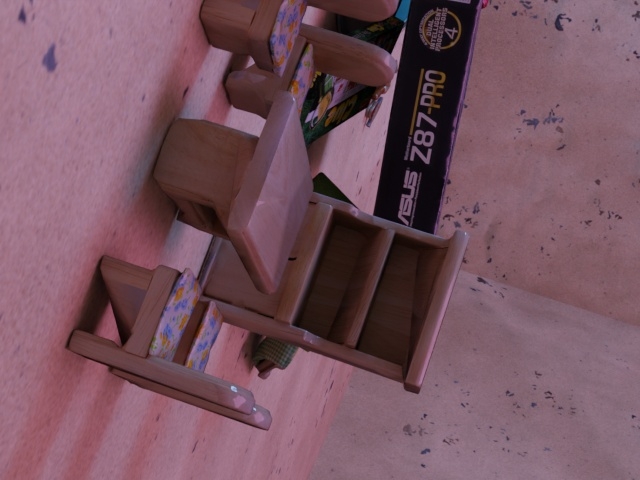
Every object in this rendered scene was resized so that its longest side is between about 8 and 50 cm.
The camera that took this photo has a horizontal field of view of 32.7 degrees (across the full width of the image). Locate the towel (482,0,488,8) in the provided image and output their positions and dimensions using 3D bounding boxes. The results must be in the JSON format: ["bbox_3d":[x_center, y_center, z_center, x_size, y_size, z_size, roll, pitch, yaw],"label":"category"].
[{"bbox_3d":[0.235,-0.528,1.766,0.031,0.199,0.275,-18,-137,50],"label":"towel"}]

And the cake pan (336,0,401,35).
[{"bbox_3d":[0.093,-0.408,1.477,0.293,0.054,0.293,18,90,-81],"label":"cake pan"}]

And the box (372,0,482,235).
[{"bbox_3d":[0.150,-0.223,1.479,0.318,0.097,0.395,-61,160,-76],"label":"box"}]

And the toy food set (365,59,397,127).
[{"bbox_3d":[0.106,-0.271,1.993,0.122,0.019,0.078,-63,170,-9],"label":"toy food set"}]

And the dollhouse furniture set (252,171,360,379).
[{"bbox_3d":[-0.044,0.061,1.538,0.197,0.151,0.301,-47,-179,-20],"label":"dollhouse furniture set"}]

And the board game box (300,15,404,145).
[{"bbox_3d":[0.029,-0.201,1.380,0.259,0.030,0.136,-41,161,-59],"label":"board game box"}]

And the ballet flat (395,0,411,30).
[{"bbox_3d":[0.135,-0.394,1.726,0.067,0.073,0.206,84,27,-67],"label":"ballet flat"}]

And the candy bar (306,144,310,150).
[{"bbox_3d":[-0.013,-0.149,1.447,0.161,0.018,0.040,-61,163,-51],"label":"candy bar"}]

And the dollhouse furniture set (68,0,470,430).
[{"bbox_3d":[0.000,0.000,1.007,0.394,0.256,0.362,78,31,-75],"label":"dollhouse furniture set"}]
